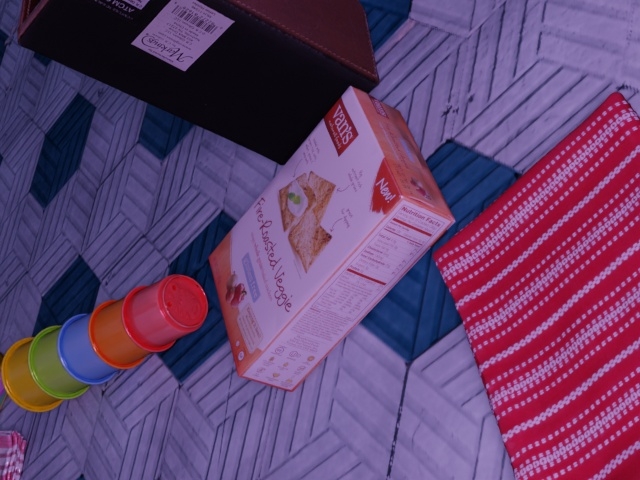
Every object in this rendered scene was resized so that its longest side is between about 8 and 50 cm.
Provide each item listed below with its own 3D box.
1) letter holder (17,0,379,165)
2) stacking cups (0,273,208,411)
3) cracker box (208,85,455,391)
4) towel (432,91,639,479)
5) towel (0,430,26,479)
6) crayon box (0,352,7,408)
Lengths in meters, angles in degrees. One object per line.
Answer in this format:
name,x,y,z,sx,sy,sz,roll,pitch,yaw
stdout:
letter holder,-0.113,-0.245,1.033,0.152,0.302,0.214,-38,43,36
stacking cups,-0.239,0.117,1.206,0.316,0.096,0.096,-23,53,39
cracker box,0.000,0.000,0.947,0.232,0.067,0.155,-48,39,25
towel,0.176,0.051,0.710,0.199,0.031,0.274,-44,40,29
towel,-0.455,0.341,1.367,0.144,0.029,0.197,-6,66,30
crayon box,-0.606,0.294,1.575,0.313,0.106,0.362,25,92,56
